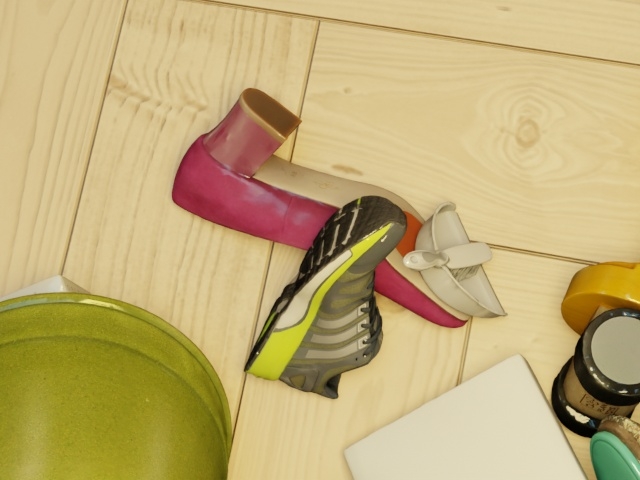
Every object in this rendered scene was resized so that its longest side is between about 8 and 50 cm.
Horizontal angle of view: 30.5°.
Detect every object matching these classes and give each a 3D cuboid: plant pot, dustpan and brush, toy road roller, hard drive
[{"bbox_3d":[-0.249,0.292,1.125,0.367,0.353,0.366,-4,116,-9],"label":"plant pot"},{"bbox_3d":[0.139,0.023,1.295,0.060,0.211,0.147,-35,73,38],"label":"dustpan and brush"},{"bbox_3d":[0.420,0.115,1.255,0.330,0.202,0.240,22,70,10],"label":"toy road roller"},{"bbox_3d":[0.188,0.326,1.232,0.233,0.047,0.353,-31,59,13],"label":"hard drive"}]

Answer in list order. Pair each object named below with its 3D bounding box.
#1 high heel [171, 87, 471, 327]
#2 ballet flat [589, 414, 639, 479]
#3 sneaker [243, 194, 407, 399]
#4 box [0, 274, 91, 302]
[{"bbox_3d":[0.000,0.000,1.391,0.377,0.127,0.181,45,124,4],"label":"high heel"},{"bbox_3d":[0.426,0.388,1.212,0.182,0.164,0.482,-17,89,-14],"label":"ballet flat"},{"bbox_3d":[0.027,0.067,1.292,0.121,0.300,0.111,27,44,-9],"label":"sneaker"},{"bbox_3d":[-0.336,0.160,1.357,0.182,0.119,0.181,-22,77,0],"label":"box"}]
